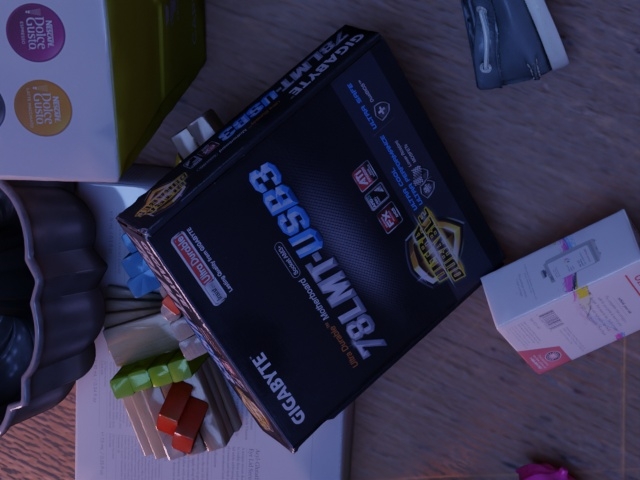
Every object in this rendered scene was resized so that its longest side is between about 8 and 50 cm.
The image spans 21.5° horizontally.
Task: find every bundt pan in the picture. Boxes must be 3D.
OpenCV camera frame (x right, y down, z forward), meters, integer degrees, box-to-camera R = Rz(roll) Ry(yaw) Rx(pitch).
[{"bbox_3d":[-0.330,0.036,1.697,0.331,0.124,0.331,9,103,45],"label":"bundt pan"}]

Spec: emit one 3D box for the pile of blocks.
[{"bbox_3d":[-0.150,0.057,1.633,0.149,0.112,0.362,7,105,8],"label":"pile of blocks"}]

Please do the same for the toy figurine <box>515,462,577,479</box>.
[{"bbox_3d":[0.207,0.302,1.751,0.159,0.130,0.173,-26,122,7],"label":"toy figurine"}]

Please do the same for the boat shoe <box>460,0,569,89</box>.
[{"bbox_3d":[0.130,-0.289,1.583,0.099,0.116,0.319,-24,105,12],"label":"boat shoe"}]

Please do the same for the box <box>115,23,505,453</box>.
[{"bbox_3d":[0.000,0.000,1.587,0.293,0.073,0.295,-41,122,-17],"label":"box"}]

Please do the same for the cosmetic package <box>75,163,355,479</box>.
[{"bbox_3d":[-0.105,0.119,1.749,0.284,0.097,0.377,6,106,10],"label":"cosmetic package"}]

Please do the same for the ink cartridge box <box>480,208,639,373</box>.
[{"bbox_3d":[0.273,0.044,1.649,0.198,0.067,0.115,-26,141,16],"label":"ink cartridge box"}]

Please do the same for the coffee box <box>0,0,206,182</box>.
[{"bbox_3d":[-0.303,-0.271,1.532,0.334,0.338,0.337,3,113,10],"label":"coffee box"}]
